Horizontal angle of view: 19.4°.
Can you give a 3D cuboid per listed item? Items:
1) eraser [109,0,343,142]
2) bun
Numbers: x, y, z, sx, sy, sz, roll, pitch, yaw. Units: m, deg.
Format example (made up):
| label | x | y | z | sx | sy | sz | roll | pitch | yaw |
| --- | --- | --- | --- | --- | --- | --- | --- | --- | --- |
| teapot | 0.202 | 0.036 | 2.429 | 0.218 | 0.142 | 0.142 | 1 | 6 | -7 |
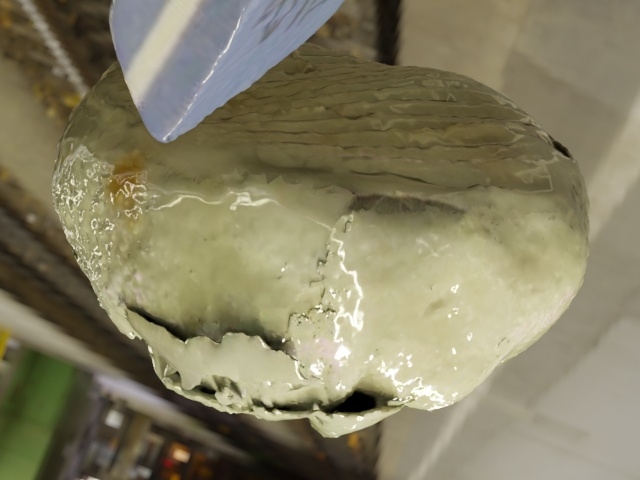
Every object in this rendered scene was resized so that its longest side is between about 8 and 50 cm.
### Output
| label | x | y | z | sx | sy | sz | roll | pitch | yaw |
| --- | --- | --- | --- | --- | --- | --- | --- | --- | --- |
| eraser | 0.014 | -0.110 | 0.421 | 0.036 | 0.082 | 0.225 | 44 | 139 | 5 |
| bun | 0.000 | 0.000 | 0.814 | 0.239 | 0.141 | 0.239 | 5 | -158 | -2 |
